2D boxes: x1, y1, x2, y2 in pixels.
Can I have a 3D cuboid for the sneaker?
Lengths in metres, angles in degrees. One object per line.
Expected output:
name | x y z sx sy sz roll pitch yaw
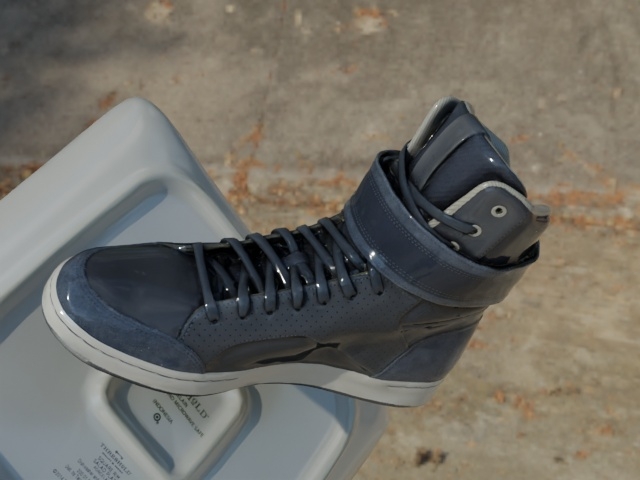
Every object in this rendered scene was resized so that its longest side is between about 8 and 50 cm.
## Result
sneaker | 0.000 -0.001 0.445 0.226 0.163 0.086 9 42 -31

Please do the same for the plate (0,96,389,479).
plate | -0.090 0.089 0.522 0.045 0.277 0.278 -21 21 47
